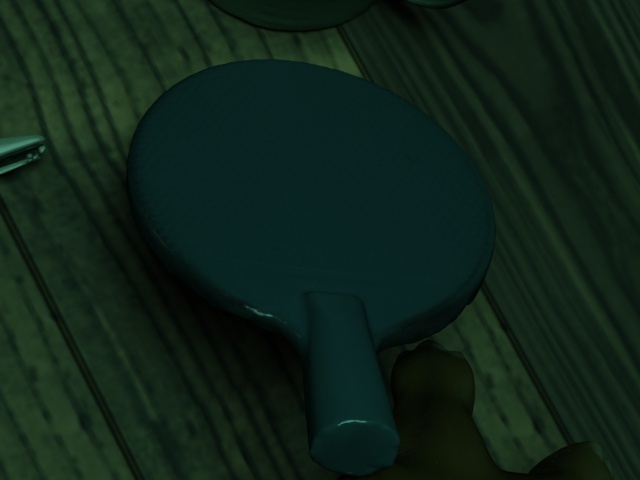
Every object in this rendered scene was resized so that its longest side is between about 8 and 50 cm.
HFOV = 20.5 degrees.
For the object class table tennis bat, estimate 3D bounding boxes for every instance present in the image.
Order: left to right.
[{"bbox_3d":[0.000,0.000,0.987,0.215,0.044,0.329,6,39,-13],"label":"table tennis bat"}]

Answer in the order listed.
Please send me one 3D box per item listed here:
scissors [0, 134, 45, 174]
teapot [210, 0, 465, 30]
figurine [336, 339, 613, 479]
[{"bbox_3d":[-0.243,-0.033,1.017,0.176,0.022,0.085,-15,76,-17],"label":"scissors"},{"bbox_3d":[0.003,-0.227,1.087,0.239,0.149,0.162,38,65,0],"label":"teapot"},{"bbox_3d":[0.033,0.196,0.947,0.177,0.173,0.247,33,35,-7],"label":"figurine"}]
